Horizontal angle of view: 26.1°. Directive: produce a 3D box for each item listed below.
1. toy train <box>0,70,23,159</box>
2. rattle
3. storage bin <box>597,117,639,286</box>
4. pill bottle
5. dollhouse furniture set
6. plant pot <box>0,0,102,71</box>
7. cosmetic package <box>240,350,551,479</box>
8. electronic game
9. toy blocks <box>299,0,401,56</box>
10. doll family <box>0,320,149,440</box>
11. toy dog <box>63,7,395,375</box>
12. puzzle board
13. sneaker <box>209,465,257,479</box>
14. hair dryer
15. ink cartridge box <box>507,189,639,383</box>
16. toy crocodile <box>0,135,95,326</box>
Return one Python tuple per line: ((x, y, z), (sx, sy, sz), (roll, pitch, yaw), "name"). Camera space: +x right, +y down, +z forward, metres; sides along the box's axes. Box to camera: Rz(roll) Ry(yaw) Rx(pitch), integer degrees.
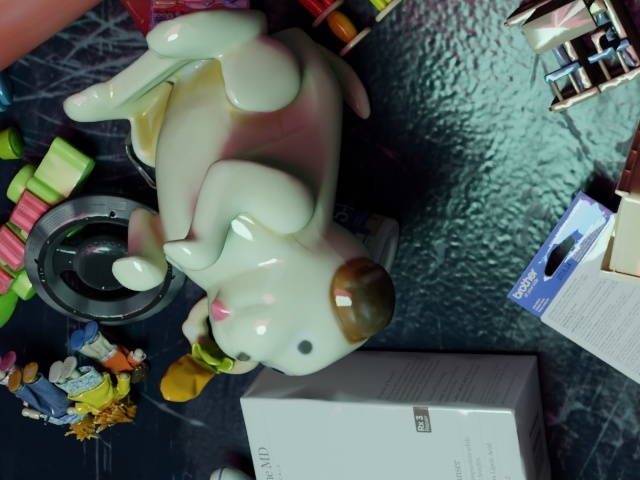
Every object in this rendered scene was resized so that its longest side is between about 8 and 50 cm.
((-0.489, -0.123, 1.974), (0.143, 0.105, 0.248), (-9, 109, 11), "toy train")
((-0.126, 0.128, 1.915), (0.200, 0.143, 0.130), (-26, 82, 35), "rattle")
((0.471, -0.056, 1.531), (0.262, 0.260, 0.123), (13, 134, 16), "storage bin")
((0.000, 0.000, 1.819), (0.187, 0.112, 0.112), (17, 117, 14), "pill bottle")
((0.284, -0.214, 1.572), (0.129, 0.183, 0.129), (-24, 102, 28), "dollhouse furniture set")
((-0.395, -0.365, 1.748), (0.243, 0.275, 0.274), (-20, 104, 17), "plant pot")
((0.105, 0.274, 1.873), (0.385, 0.156, 0.217), (-3, 113, 22), "cosmetic package")
((-0.303, 0.029, 1.951), (0.229, 0.048, 0.229), (-2, 126, -2), "electronic game")
((0.019, -0.320, 1.706), (0.148, 0.054, 0.123), (47, 121, -3), "toy blocks")
((-0.368, 0.232, 2.045), (0.263, 0.118, 0.163), (-18, 138, 27), "doll family")
((-0.076, -0.035, 1.652), (0.285, 0.395, 0.407), (-23, 82, 39), "toy dog")
((-0.153, -0.310, 1.756), (0.128, 0.011, 0.096), (1, 78, 6), "puzzle board")
((-0.027, 0.414, 2.026), (0.161, 0.102, 0.282), (-33, 108, 26), "sneaker")
((-0.201, -0.206, 1.828), (0.224, 0.080, 0.293), (-6, 110, 24), "hair dryer")
((0.412, 0.080, 1.721), (0.311, 0.065, 0.185), (32, 120, 4), "ink cartridge box")
((-0.425, -0.007, 1.988), (0.115, 0.105, 0.340), (39, 120, 1), "toy crocodile")
